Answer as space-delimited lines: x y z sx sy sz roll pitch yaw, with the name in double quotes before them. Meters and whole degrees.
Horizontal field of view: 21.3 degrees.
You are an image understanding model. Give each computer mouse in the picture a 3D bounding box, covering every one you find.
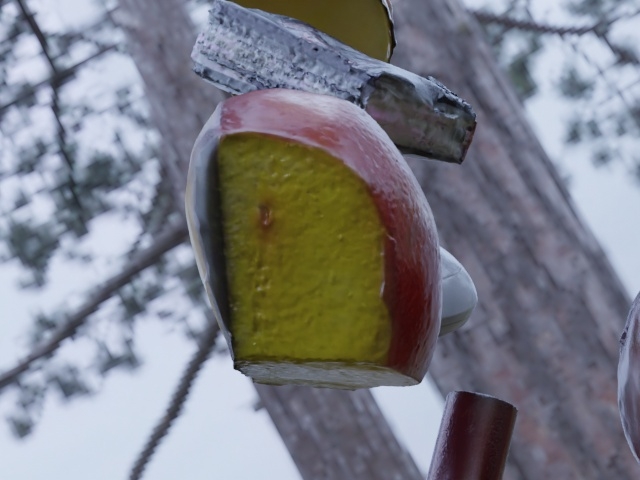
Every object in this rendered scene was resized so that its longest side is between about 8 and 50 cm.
"computer mouse" 0.059 0.041 2.168 0.184 0.121 0.297 -16 26 -39

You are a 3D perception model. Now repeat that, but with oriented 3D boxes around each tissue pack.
"tissue pack" 0.018 -0.200 2.206 0.245 0.332 0.123 14 -78 -49

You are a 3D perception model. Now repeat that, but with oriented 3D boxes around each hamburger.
"hamburger" -0.007 -0.325 2.482 0.303 0.261 0.186 -53 8 23

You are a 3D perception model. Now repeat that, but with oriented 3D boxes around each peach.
"peach" 0.000 0.000 1.742 0.242 0.306 0.380 -6 -15 7

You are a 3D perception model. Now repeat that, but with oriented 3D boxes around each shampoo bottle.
"shampoo bottle" 0.190 0.336 2.292 0.102 0.260 0.064 13 -25 8

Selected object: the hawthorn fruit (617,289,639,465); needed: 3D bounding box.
"hawthorn fruit" 0.484 0.165 1.929 0.308 0.325 0.308 4 13 -1
